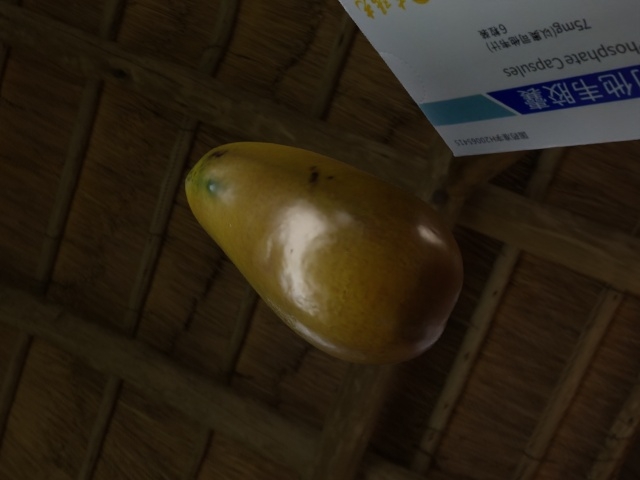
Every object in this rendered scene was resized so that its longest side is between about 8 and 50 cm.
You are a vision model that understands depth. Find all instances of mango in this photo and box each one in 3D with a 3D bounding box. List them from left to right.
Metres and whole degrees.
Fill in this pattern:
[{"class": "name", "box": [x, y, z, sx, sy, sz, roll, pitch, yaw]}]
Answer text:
[{"class": "mango", "box": [0.000, 0.000, 0.768, 0.211, 0.317, 0.172, 13, -72, -58]}]

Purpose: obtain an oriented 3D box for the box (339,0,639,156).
[{"class": "box", "box": [0.177, -0.162, 0.548, 0.200, 0.343, 0.065, 48, -114, -25]}]
